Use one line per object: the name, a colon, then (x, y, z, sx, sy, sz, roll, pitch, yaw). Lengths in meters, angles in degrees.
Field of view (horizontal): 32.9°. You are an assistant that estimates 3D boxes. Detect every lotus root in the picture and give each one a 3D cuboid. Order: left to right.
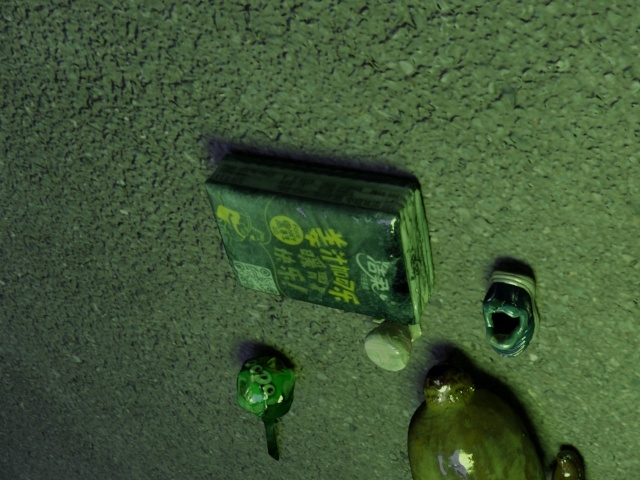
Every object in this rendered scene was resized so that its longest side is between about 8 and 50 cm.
lotus root: (0.202, 0.296, 1.449, 0.173, 0.173, 0.309, -1, 130, 34)

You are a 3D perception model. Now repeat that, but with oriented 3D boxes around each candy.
candy: (-0.081, 0.278, 1.691, 0.097, 0.097, 0.323, 20, 148, 14)

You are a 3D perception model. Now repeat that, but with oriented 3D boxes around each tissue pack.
tissue pack: (0.000, 0.000, 1.313, 0.257, 0.081, 0.185, 11, 139, 24)

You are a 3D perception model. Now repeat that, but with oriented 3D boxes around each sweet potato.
sweet potato: (0.374, 0.381, 1.497, 0.081, 0.062, 0.233, -37, 109, 9)

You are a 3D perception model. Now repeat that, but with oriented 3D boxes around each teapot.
teapot: (0.093, 0.121, 1.399, 0.064, 0.064, 0.083, 8, 132, 36)

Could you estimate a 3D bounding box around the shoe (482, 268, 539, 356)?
shoe: (0.222, 0.097, 1.282, 0.063, 0.071, 0.143, 15, 144, 20)
